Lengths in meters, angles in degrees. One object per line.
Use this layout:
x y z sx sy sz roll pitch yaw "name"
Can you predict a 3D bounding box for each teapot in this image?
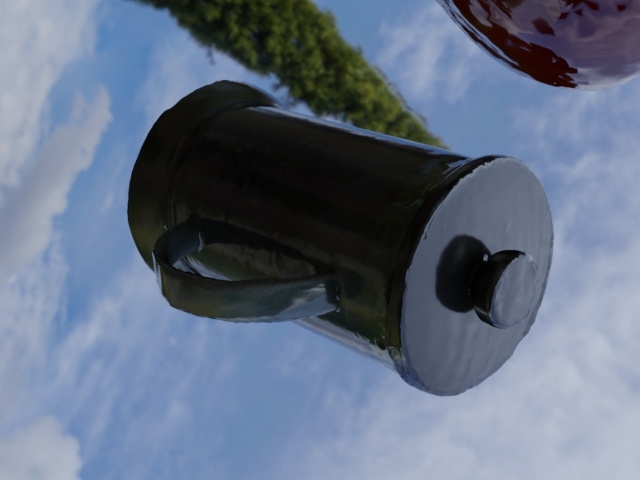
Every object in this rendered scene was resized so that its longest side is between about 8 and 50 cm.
0.000 0.000 0.761 0.337 0.270 0.200 20 -61 42 "teapot"

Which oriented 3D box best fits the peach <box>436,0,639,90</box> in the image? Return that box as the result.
0.153 -0.249 0.423 0.335 0.406 0.310 -11 -163 33 "peach"
